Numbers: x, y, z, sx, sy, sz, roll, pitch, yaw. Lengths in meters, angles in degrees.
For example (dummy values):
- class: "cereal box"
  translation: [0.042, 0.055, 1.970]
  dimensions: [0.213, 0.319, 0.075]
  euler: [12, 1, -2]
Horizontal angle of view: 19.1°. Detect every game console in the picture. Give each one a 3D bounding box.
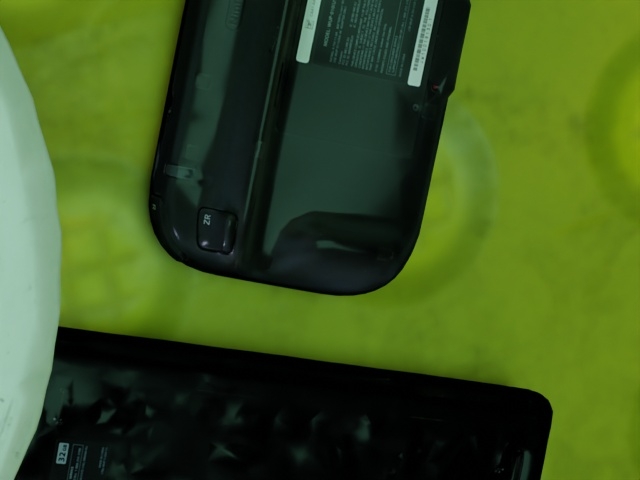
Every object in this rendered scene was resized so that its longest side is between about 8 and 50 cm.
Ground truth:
- class: "game console"
  translation: [0.000, 0.000, 0.707]
  dimensions: [0.213, 0.044, 0.361]
  euler: [10, 94, -24]

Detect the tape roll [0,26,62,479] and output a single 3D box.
- class: "tape roll"
  translation: [-0.222, 0.007, 0.536]
  dimensions: [0.286, 0.100, 0.286]
  euler: [-3, 97, -23]
